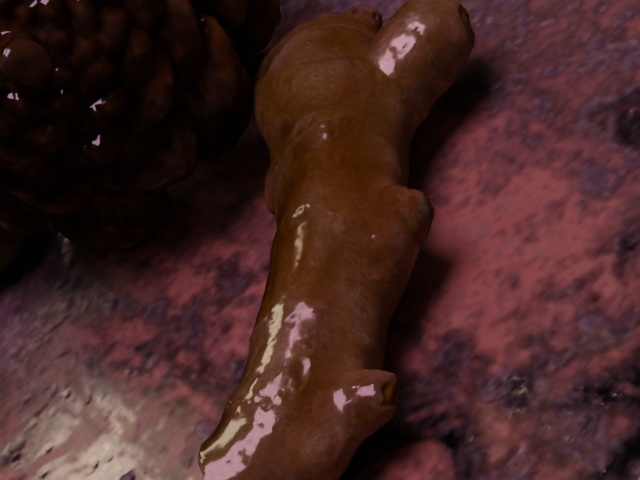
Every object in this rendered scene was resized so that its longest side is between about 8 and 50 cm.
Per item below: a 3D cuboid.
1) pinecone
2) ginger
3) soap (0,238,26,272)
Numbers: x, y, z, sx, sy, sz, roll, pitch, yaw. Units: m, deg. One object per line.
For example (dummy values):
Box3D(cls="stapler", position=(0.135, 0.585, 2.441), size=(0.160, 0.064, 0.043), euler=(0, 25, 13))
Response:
Box3D(cls="pinecone", position=(-0.140, -0.129, 1.037), size=(0.244, 0.244, 0.309), euler=(-25, 22, 20))
Box3D(cls="ginger", position=(0.002, 0.002, 0.892), size=(0.118, 0.065, 0.298), euler=(-18, 43, 33))
Box3D(cls="soap", position=(-0.222, 0.011, 1.095), size=(0.140, 0.045, 0.089), euler=(-33, 31, 9))
